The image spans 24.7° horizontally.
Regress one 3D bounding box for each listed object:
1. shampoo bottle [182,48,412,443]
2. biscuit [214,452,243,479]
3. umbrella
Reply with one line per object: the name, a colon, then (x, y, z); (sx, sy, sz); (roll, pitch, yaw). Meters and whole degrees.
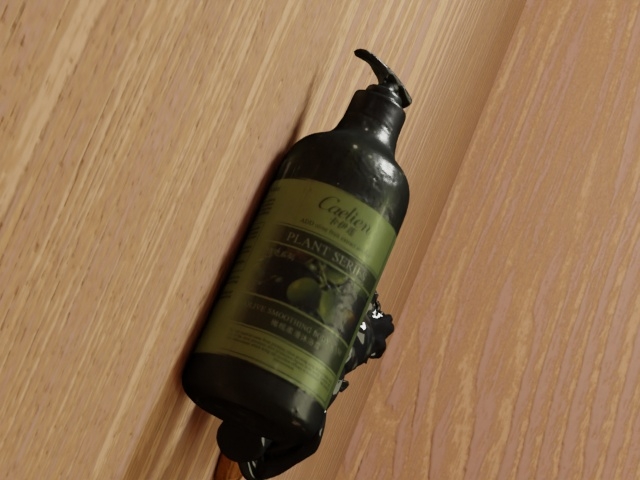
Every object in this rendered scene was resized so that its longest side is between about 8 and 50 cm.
shampoo bottle: (0.000, 0.000, 1.048); (0.101, 0.101, 0.283); (92, 21, -69)
biscuit: (-0.070, 0.185, 1.376); (0.130, 0.019, 0.102); (70, 41, -78)
umbrella: (-0.023, 0.105, 1.200); (0.272, 0.110, 0.122); (-41, 152, -65)
